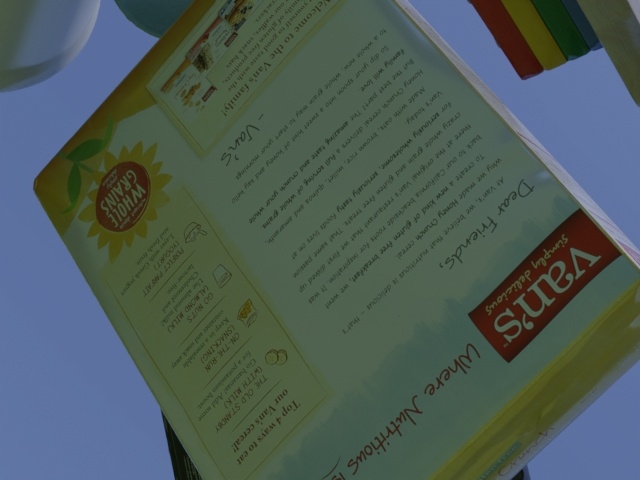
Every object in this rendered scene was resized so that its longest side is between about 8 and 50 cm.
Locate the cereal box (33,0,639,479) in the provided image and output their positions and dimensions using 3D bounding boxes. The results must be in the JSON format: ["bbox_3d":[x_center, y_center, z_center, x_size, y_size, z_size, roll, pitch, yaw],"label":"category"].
[{"bbox_3d":[0.000,0.000,0.594,0.173,0.047,0.240,-45,-126,13],"label":"cereal box"}]

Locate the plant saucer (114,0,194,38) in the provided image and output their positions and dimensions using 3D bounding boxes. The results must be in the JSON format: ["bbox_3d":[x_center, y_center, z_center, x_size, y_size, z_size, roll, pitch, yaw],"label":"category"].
[{"bbox_3d":[-0.047,-0.204,0.924,0.195,0.037,0.195,-10,-108,33],"label":"plant saucer"}]

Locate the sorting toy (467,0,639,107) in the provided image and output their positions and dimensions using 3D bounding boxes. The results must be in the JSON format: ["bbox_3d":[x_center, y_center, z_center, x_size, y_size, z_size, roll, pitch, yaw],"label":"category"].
[{"bbox_3d":[0.095,-0.230,0.883,0.089,0.257,0.255,-21,-37,19],"label":"sorting toy"}]

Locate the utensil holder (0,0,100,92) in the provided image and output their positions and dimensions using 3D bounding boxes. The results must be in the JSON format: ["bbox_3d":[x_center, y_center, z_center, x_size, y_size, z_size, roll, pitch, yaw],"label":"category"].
[{"bbox_3d":[-0.360,-0.402,1.733,0.327,0.327,0.385,47,-36,5],"label":"utensil holder"}]

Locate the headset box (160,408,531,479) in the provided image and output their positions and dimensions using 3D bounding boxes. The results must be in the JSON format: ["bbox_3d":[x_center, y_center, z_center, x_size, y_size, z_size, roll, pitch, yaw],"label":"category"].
[{"bbox_3d":[0.030,0.190,1.241,0.283,0.131,0.246,-21,-102,36],"label":"headset box"}]
